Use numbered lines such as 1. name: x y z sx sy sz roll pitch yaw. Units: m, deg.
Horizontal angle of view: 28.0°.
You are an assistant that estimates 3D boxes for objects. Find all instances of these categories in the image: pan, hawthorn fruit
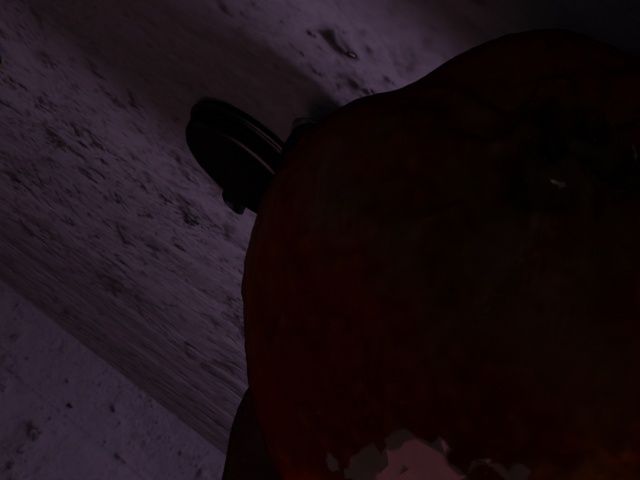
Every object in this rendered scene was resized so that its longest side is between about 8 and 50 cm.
1. pan: -0.069 -0.051 1.129 0.136 0.028 0.235 40 164 1
2. hawthorn fruit: 0.111 0.072 0.607 0.287 0.287 0.330 30 147 30

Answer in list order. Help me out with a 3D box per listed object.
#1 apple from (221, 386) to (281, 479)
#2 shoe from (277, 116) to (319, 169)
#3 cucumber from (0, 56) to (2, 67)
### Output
1. apple: 0.058 0.178 0.956 0.305 0.306 0.235 20 163 49
2. shoe: 0.000 0.000 0.966 0.099 0.112 0.227 35 165 20
3. cucumber: -0.452 -0.265 1.352 0.284 0.056 0.056 39 164 -1
